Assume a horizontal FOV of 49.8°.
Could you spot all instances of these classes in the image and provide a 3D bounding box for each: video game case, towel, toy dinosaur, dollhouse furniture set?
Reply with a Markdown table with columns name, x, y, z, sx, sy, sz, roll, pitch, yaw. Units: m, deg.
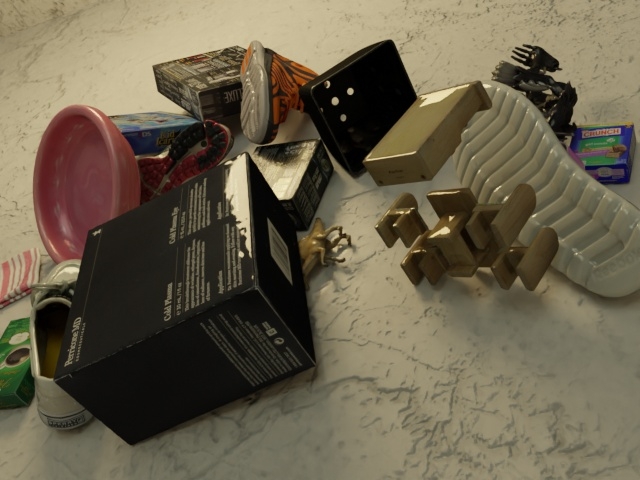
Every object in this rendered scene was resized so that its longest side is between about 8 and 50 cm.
| name | x | y | z | sx | sy | sz | roll | pitch | yaw |
| --- | --- | --- | --- | --- | --- | --- | --- | --- | --- |
| video game case | -0.408 | -0.247 | 1.571 | 0.244 | 0.061 | 0.269 | 15 | 22 | 41 |
| towel | -0.680 | 0.095 | 1.448 | 0.197 | 0.029 | 0.144 | -27 | 38 | -2 |
| toy dinosaur | 0.000 | 0.000 | 1.158 | 0.092 | 0.053 | 0.183 | -10 | 40 | 22 |
| dollhouse furniture set | 0.193 | -0.068 | 0.955 | 0.212 | 0.242 | 0.161 | -1 | 41 | 51 |

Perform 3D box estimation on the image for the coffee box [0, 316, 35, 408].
| name | x | y | z | sx | sy | sz | roll | pitch | yaw |
| --- | --- | --- | --- | --- | --- | --- | --- | --- | --- |
| coffee box | -0.532 | 0.212 | 1.216 | 0.113 | 0.040 | 0.184 | -12 | 39 | 17 |

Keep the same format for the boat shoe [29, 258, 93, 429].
| name | x | y | z | sx | sy | sz | roll | pitch | yaw |
| --- | --- | --- | --- | --- | --- | --- | --- | --- | --- |
| boat shoe | -0.426 | 0.120 | 1.143 | 0.136 | 0.156 | 0.367 | -4 | 38 | -9 |

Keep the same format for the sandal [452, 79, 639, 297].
| name | x | y | z | sx | sy | sz | roll | pitch | yaw |
| --- | --- | --- | --- | --- | --- | --- | --- | --- | --- |
| sandal | 0.325 | -0.073 | 1.003 | 0.169 | 0.102 | 0.416 | -56 | 46 | 31 |

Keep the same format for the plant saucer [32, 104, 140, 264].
| name | x | y | z | sx | sy | sz | roll | pitch | yaw |
| --- | --- | --- | --- | --- | --- | --- | --- | --- | --- |
| plant saucer | -0.465 | -0.102 | 1.388 | 0.332 | 0.332 | 0.084 | 16 | 12 | 41 |

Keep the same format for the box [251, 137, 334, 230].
| name | x | y | z | sx | sy | sz | roll | pitch | yaw |
| --- | --- | --- | --- | --- | --- | --- | --- | --- | --- |
| box | -0.075 | -0.102 | 1.299 | 0.147 | 0.077 | 0.180 | -4 | 42 | 26 |

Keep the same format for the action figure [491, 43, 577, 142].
| name | x | y | z | sx | sy | sz | roll | pitch | yaw |
| --- | --- | --- | --- | --- | --- | --- | --- | --- | --- |
| action figure | 0.346 | -0.218 | 1.141 | 0.141 | 0.164 | 0.276 | 6 | 35 | 9 |

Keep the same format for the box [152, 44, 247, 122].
| name | x | y | z | sx | sy | sz | roll | pitch | yaw |
| --- | --- | --- | --- | --- | --- | --- | --- | --- | --- |
| box | -0.238 | -0.387 | 1.672 | 0.242 | 0.076 | 0.307 | -22 | 34 | -25 |

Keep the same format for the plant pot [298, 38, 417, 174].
| name | x | y | z | sx | sy | sz | roll | pitch | yaw |
| --- | --- | --- | --- | --- | --- | --- | --- | --- | --- |
| plant pot | 0.064 | -0.264 | 1.343 | 0.187 | 0.188 | 0.167 | -35 | 25 | -11 |

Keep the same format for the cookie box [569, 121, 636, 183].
| name | x | y | z | sx | sy | sz | roll | pitch | yaw |
| --- | --- | --- | --- | --- | --- | --- | --- | --- | --- |
| cookie box | 0.439 | -0.137 | 1.081 | 0.092 | 0.040 | 0.107 | 0 | 44 | 31 |

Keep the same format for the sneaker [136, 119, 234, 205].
| name | x | y | z | sx | sy | sz | roll | pitch | yaw |
| --- | --- | --- | --- | --- | --- | --- | --- | --- | --- |
| sneaker | -0.308 | -0.143 | 1.469 | 0.299 | 0.121 | 0.112 | -29 | 1 | 11 |

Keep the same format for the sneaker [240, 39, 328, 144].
| name | x | y | z | sx | sy | sz | roll | pitch | yaw |
| --- | --- | --- | --- | --- | --- | --- | --- | --- | --- |
| sneaker | -0.067 | -0.301 | 1.445 | 0.180 | 0.124 | 0.321 | 15 | 43 | -21 |

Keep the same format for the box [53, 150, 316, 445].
| name | x | y | z | sx | sy | sz | roll | pitch | yaw |
| --- | --- | --- | --- | --- | --- | --- | --- | --- | --- |
| box | -0.197 | 0.077 | 1.055 | 0.312 | 0.179 | 0.343 | -24 | 37 | 11 |
